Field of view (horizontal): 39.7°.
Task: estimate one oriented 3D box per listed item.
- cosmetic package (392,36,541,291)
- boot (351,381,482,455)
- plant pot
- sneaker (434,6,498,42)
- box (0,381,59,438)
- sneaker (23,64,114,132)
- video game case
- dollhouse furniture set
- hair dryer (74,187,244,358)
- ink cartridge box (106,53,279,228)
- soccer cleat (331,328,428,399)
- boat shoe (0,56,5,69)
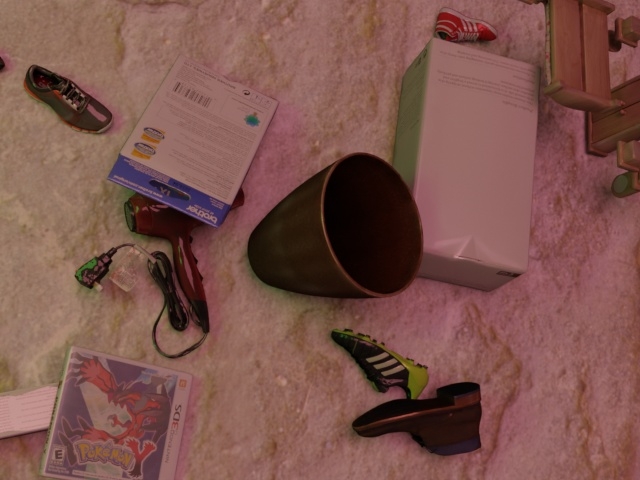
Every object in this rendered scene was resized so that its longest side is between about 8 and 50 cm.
[{"bbox_3d":[0.241,-0.125,1.514,0.217,0.156,0.385,14,72,-11],"label":"cosmetic package"},{"bbox_3d":[0.160,0.302,1.394,0.219,0.082,0.106,-12,99,-15],"label":"boot"},{"bbox_3d":[0.000,0.000,1.357,0.215,0.230,0.215,16,67,-42],"label":"plant pot"},{"bbox_3d":[0.269,-0.384,1.655,0.118,0.042,0.067,21,66,0],"label":"sneaker"},{"bbox_3d":[-0.520,0.261,1.242,0.324,0.063,0.067,-10,79,-17],"label":"box"},{"bbox_3d":[-0.404,-0.226,1.414,0.158,0.065,0.061,28,69,-6],"label":"sneaker"},{"bbox_3d":[-0.290,0.263,1.287,0.201,0.023,0.183,20,68,-32],"label":"video game case"},{"bbox_3d":[0.430,-0.251,1.547,0.355,0.174,0.303,13,70,-26],"label":"dollhouse furniture set"},{"bbox_3d":[-0.225,0.016,1.404,0.223,0.080,0.293,41,73,-18],"label":"hair dryer"},{"bbox_3d":[-0.197,-0.149,1.398,0.185,0.065,0.311,25,46,-7],"label":"ink cartridge box"},{"bbox_3d":[0.091,0.201,1.430,0.179,0.060,0.072,29,82,-6],"label":"soccer cleat"},{"bbox_3d":[-0.563,-0.253,1.384,0.049,0.056,0.152,44,68,6],"label":"boat shoe"}]
